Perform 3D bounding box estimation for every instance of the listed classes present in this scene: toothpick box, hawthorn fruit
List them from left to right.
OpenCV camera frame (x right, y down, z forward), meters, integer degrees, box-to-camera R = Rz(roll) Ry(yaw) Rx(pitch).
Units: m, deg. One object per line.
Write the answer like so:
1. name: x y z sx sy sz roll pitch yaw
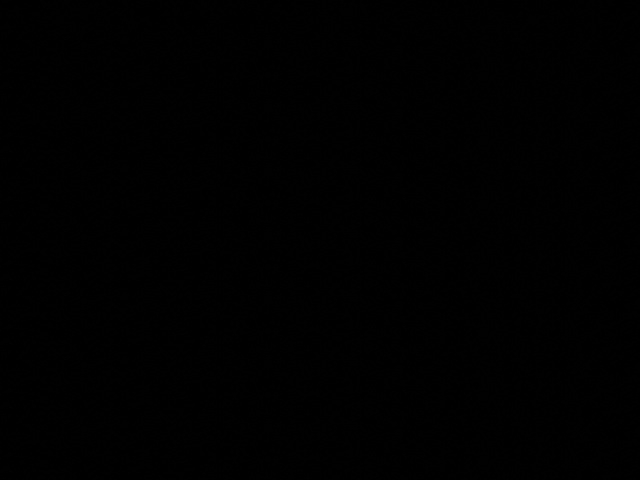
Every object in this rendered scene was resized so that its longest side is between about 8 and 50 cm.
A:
1. toothpick box: 0.000 0.000 0.529 0.354 0.263 0.263 -65 172 -50
2. hawthorn fruit: 0.057 0.015 0.160 0.472 0.472 0.471 18 90 -86
